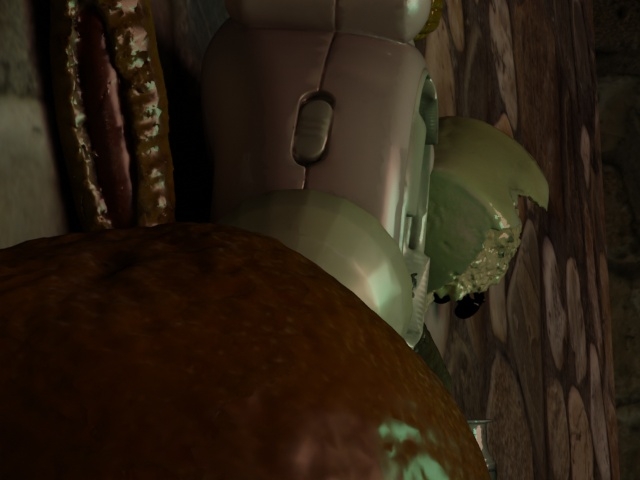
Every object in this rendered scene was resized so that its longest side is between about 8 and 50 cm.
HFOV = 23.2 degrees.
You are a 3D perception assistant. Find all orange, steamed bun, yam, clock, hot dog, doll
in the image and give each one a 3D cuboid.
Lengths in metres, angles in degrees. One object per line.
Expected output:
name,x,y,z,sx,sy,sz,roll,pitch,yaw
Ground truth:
orange,-0.074,0.175,0.675,0.322,0.322,0.357,-40,125,-69
steamed bun,0.160,-0.022,1.704,0.225,0.170,0.200,-58,142,-61
yam,0.083,0.111,1.576,0.169,0.068,0.068,63,26,-49
clock,0.000,0.000,1.136,0.342,0.184,0.326,69,20,-62
hot dog,-0.128,-0.077,1.000,0.083,0.068,0.289,-29,110,-78
doll,0.175,0.008,1.907,0.096,0.070,0.195,37,42,-22

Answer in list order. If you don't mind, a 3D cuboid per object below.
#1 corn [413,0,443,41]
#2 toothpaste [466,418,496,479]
corn,0.073,-0.262,1.655,0.291,0.101,0.101,-9,91,-76
toothpaste,0.167,0.364,1.749,0.100,0.066,0.323,13,76,-71
